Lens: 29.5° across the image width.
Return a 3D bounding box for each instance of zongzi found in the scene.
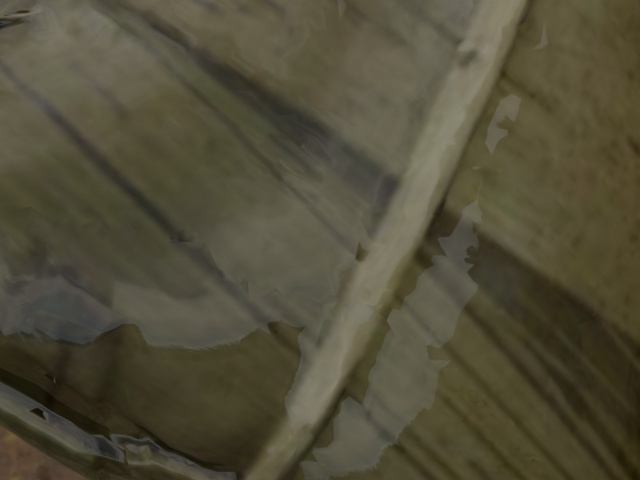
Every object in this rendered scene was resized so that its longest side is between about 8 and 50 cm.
[{"bbox_3d":[0.132,-0.063,0.450,0.500,0.467,0.218,-50,17,1],"label":"zongzi"}]
